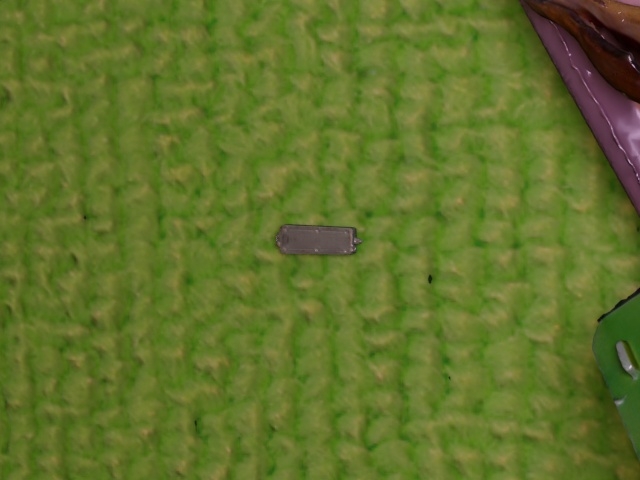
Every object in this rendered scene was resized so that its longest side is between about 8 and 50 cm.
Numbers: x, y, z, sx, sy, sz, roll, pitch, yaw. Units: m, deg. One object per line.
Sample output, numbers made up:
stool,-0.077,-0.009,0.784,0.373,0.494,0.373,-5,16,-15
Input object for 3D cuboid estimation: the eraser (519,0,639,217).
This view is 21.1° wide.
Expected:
eraser,0.334,-0.169,1.397,0.272,0.122,0.359,-31,85,16

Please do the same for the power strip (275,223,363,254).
power strip,0.000,0.000,1.574,0.083,0.017,0.027,2,96,19

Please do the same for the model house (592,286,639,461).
model house,0.442,0.169,1.270,0.300,0.323,0.340,-36,41,17

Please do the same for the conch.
conch,0.261,-0.142,1.321,0.233,0.086,0.080,9,136,29
